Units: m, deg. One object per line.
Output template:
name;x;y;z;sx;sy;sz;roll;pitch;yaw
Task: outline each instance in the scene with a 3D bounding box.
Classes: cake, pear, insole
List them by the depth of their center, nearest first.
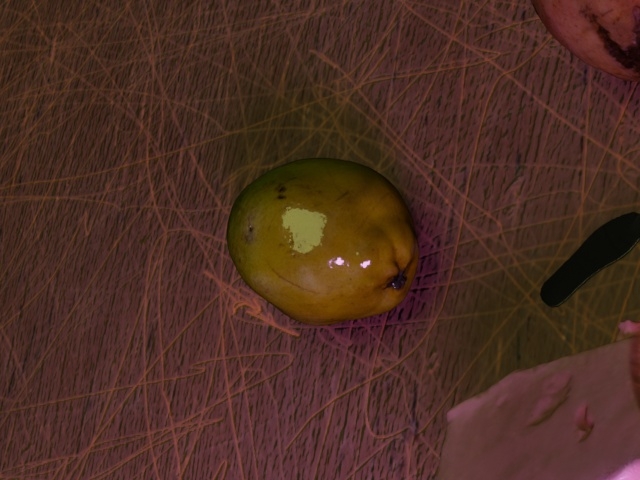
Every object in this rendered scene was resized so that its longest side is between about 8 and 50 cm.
cake;0.292;0.273;1.471;0.314;0.307;0.293;-35;23;26
insole;0.316;0.022;1.805;0.152;0.002;0.053;-44;49;12
pear;0.000;0.000;1.927;0.269;0.212;0.212;23;84;36

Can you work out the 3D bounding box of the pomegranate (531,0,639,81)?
pomegranate;0.383;-0.329;1.744;0.322;0.322;0.322;-17;59;31
